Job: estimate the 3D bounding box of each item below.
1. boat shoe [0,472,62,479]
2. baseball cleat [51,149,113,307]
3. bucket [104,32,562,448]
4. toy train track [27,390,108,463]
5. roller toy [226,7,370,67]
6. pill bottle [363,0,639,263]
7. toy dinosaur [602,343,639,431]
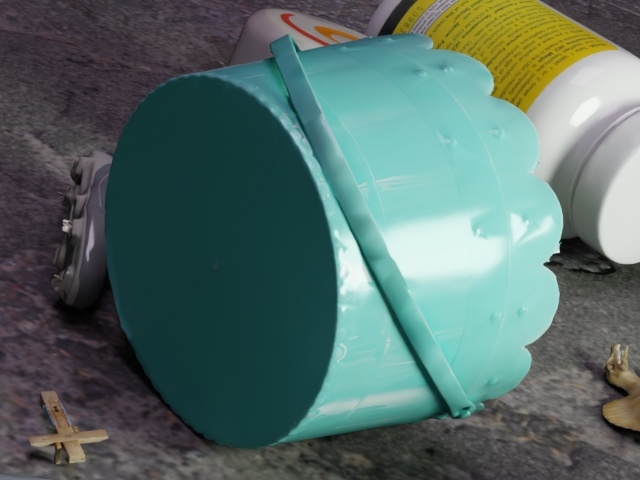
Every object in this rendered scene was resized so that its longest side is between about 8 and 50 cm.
[{"bbox_3d":[-0.059,0.192,0.784,0.113,0.105,0.306,21,-2,35],"label":"boat shoe"},{"bbox_3d":[-0.143,-0.008,1.193,0.109,0.072,0.206,18,27,-14],"label":"baseball cleat"},{"bbox_3d":[0.000,0.000,1.049,0.183,0.281,0.281,-12,37,-41],"label":"bucket"},{"bbox_3d":[-0.160,0.118,0.988,0.048,0.014,0.083,-3,24,-22],"label":"toy train track"},{"bbox_3d":[0.001,-0.106,1.398,0.191,0.146,0.209,16,17,-24],"label":"roller toy"},{"bbox_3d":[0.199,-0.119,1.500,0.188,0.187,0.334,-5,32,-39],"label":"pill bottle"},{"bbox_3d":[0.259,0.133,1.195,0.093,0.053,0.183,-1,18,-1],"label":"toy dinosaur"}]
